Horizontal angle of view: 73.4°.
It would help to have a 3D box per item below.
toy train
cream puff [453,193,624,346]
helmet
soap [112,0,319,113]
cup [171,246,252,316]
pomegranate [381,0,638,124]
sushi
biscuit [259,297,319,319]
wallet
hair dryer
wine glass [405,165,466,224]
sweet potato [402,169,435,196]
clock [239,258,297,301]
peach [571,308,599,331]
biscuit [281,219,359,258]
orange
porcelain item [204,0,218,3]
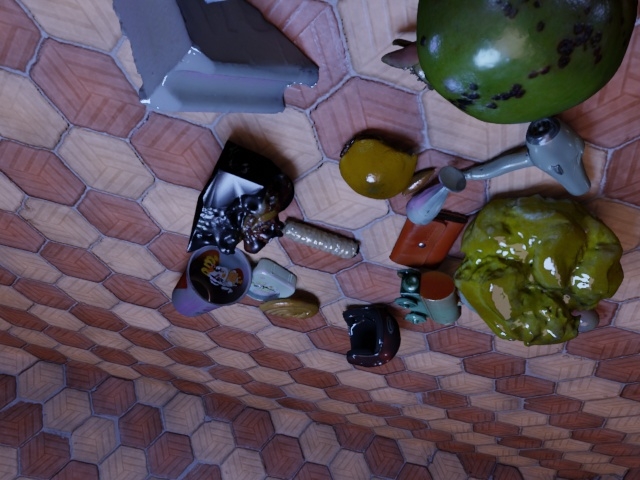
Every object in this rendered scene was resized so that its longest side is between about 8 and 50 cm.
[{"bbox_3d":[0.312,0.164,1.213,0.177,0.116,0.285,1,155,23],"label":"toy train"},{"bbox_3d":[0.494,0.091,0.990,0.378,0.275,0.378,7,140,6],"label":"cream puff"},{"bbox_3d":[0.166,0.319,1.421,0.193,0.189,0.216,16,138,-22],"label":"helmet"},{"bbox_3d":[-0.185,-0.370,0.764,0.159,0.258,0.302,-31,170,39],"label":"soap"},{"bbox_3d":[-0.363,0.142,1.346,0.203,0.203,0.288,28,145,-21],"label":"cup"},{"bbox_3d":[0.237,-0.276,0.593,0.323,0.291,0.291,-24,130,37],"label":"pomegranate"},{"bbox_3d":[-0.174,-0.086,1.011,0.212,0.215,0.227,20,121,-18],"label":"sushi"},{"bbox_3d":[-0.083,0.230,1.441,0.144,0.033,0.224,-22,151,33],"label":"biscuit"},{"bbox_3d":[0.273,0.000,1.112,0.142,0.045,0.204,12,141,-1],"label":"wallet"},{"bbox_3d":[0.435,-0.138,0.899,0.229,0.092,0.267,21,155,-22],"label":"hair dryer"},{"bbox_3d":[0.252,-0.099,0.950,0.073,0.073,0.155,16,152,-7],"label":"wine glass"},{"bbox_3d":[0.218,-0.134,0.970,0.034,0.034,0.095,34,125,-27],"label":"sweet potato"},{"bbox_3d":[-0.184,0.139,1.381,0.151,0.062,0.191,35,136,-30],"label":"clock"},{"bbox_3d":[0.764,0.225,1.251,0.083,0.083,0.083,7,142,5],"label":"peach"},{"bbox_3d":[0.000,0.000,1.170,0.219,0.055,0.061,20,151,-12],"label":"biscuit"},{"bbox_3d":[0.120,-0.148,0.922,0.170,0.112,0.160,1,143,31],"label":"orange"},{"bbox_3d":[-0.146,-0.491,0.443,0.178,0.242,0.405,-18,141,-4],"label":"porcelain item"}]
